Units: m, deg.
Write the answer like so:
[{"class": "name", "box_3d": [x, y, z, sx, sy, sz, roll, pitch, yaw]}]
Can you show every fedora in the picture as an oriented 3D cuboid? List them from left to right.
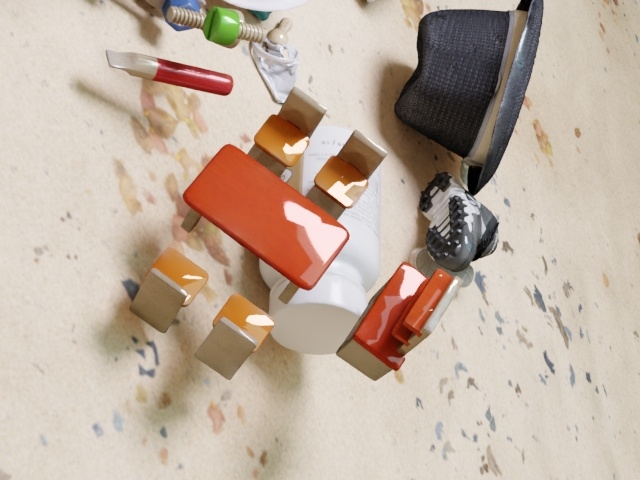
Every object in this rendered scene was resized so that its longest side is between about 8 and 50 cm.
[{"class": "fedora", "box_3d": [0.191, -0.222, 1.718, 0.152, 0.334, 0.334, 17, 44, 0]}]

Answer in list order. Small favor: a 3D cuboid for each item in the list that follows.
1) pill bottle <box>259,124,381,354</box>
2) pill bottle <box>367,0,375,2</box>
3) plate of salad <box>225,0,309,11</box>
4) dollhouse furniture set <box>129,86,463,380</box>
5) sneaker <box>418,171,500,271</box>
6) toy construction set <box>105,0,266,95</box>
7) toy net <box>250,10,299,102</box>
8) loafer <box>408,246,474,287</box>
[{"class": "pill bottle", "box_3d": [0.000, 0.000, 1.366, 0.131, 0.131, 0.229, 36, 42, -38]}, {"class": "pill bottle", "box_3d": [0.066, -0.439, 1.769, 0.187, 0.112, 0.112, 58, 33, -12]}, {"class": "plate of salad", "box_3d": [-0.081, -0.351, 1.512, 0.199, 0.048, 0.200, 8, 63, -16]}, {"class": "dollhouse furniture set", "box_3d": [-0.007, 0.009, 1.198, 0.259, 0.135, 0.262, 36, 60, -1]}, {"class": "sneaker", "box_3d": [0.190, -0.011, 1.627, 0.106, 0.078, 0.234, 36, 18, -14]}, {"class": "toy construction set", "box_3d": [-0.188, -0.313, 1.266, 0.237, 0.257, 0.309, 7, 70, -34]}, {"class": "toy net", "box_3d": [-0.063, -0.282, 1.541, 0.122, 0.045, 0.232, 17, 56, -50]}, {"class": "loafer", "box_3d": [0.150, 0.036, 1.655, 0.125, 0.039, 0.045, 19, 87, -45]}]
